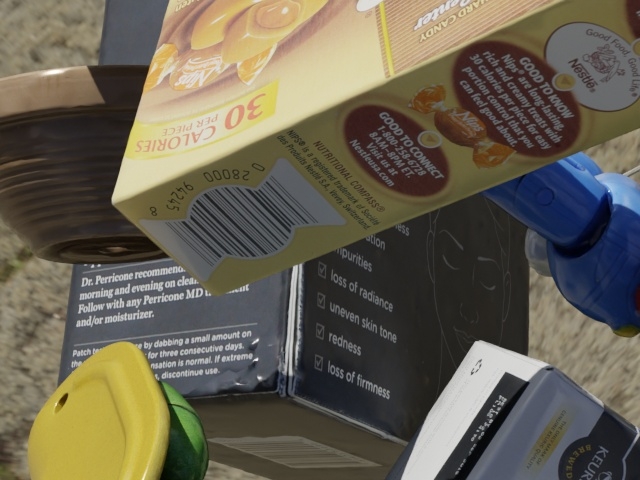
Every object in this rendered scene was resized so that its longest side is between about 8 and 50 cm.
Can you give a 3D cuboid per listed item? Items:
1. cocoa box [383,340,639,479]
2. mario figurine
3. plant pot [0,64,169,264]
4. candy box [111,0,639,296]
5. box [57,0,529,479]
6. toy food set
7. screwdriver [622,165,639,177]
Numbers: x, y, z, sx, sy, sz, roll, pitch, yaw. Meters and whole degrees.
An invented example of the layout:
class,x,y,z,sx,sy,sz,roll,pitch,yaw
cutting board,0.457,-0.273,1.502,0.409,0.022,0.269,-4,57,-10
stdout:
class,x,y,z,sx,sy,sz,roll,pitch,yaw
cocoa box,0.165,0.300,1.346,0.228,0.231,0.347,35,87,-10
mario figurine,0.181,0.042,0.877,0.320,0.170,0.198,33,49,6
plant pot,-0.154,-0.045,1.111,0.237,0.237,0.110,-6,80,5
candy box,0.059,-0.110,0.711,0.316,0.087,0.183,-21,41,30
box,0.000,0.000,1.621,0.297,0.480,0.472,-7,68,33
toy food set,-0.084,0.130,0.647,0.071,0.218,0.128,35,96,-22
screwdriver,0.282,-0.066,1.237,0.170,0.024,0.025,-34,58,30
